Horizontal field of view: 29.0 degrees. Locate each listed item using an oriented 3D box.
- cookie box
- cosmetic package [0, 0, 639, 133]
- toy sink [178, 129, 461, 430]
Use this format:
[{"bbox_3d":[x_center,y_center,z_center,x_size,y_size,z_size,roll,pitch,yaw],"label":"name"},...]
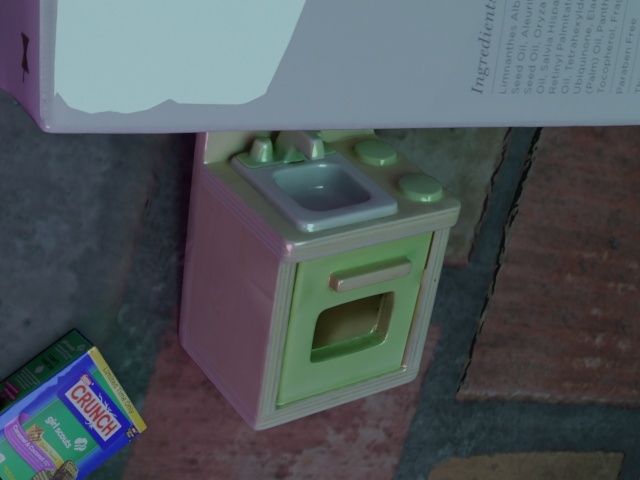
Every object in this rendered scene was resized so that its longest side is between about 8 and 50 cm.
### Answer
[{"bbox_3d":[-0.194,0.133,0.902,0.107,0.040,0.092,-38,126,-18],"label":"cookie box"},{"bbox_3d":[0.026,-0.173,0.767,0.453,0.230,0.161,-4,112,-25],"label":"cosmetic package"},{"bbox_3d":[0.000,0.000,0.903,0.153,0.131,0.234,-13,127,-33],"label":"toy sink"}]
